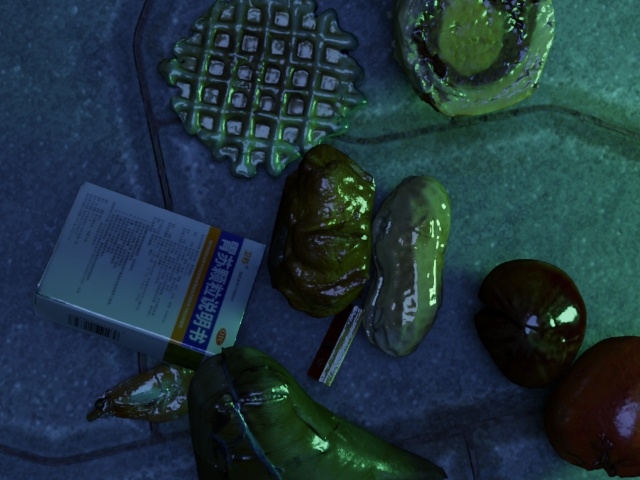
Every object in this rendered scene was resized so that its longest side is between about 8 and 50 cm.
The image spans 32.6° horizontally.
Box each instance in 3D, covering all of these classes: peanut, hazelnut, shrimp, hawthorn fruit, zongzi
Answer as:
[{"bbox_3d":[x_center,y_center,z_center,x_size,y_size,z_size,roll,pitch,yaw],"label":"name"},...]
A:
[{"bbox_3d":[0.135,0.039,1.724,0.130,0.130,0.290,6,87,-6],"label":"peanut"},{"bbox_3d":[0.332,0.133,1.723,0.178,0.178,0.204,3,98,-7],"label":"hazelnut"},{"bbox_3d":[-0.277,0.247,1.708,0.184,0.043,0.091,-13,93,-8],"label":"shrimp"},{"bbox_3d":[0.488,0.235,1.723,0.211,0.211,0.299,34,76,-4],"label":"hawthorn fruit"},{"bbox_3d":[0.001,0.285,1.625,0.393,0.174,0.356,-13,126,-10],"label":"zongzi"}]

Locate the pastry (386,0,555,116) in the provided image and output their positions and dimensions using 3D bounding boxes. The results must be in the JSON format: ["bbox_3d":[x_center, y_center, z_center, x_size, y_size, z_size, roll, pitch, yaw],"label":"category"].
[{"bbox_3d":[0.232,-0.329,1.739,0.256,0.170,0.236,-22,111,-16],"label":"pastry"}]

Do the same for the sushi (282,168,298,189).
[{"bbox_3d":[-0.005,-0.100,1.747,0.118,0.060,0.061,-33,97,-6],"label":"sushi"}]

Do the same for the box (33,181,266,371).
[{"bbox_3d":[-0.256,0.060,1.657,0.299,0.106,0.200,20,64,-7],"label":"box"}]

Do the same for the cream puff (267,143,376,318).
[{"bbox_3d":[0.000,0.000,1.652,0.155,0.269,0.241,5,59,-3],"label":"cream puff"}]

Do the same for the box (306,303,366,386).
[{"bbox_3d":[0.024,0.162,1.723,0.023,0.090,0.133,27,85,-10],"label":"box"}]

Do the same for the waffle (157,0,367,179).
[{"bbox_3d":[-0.086,-0.258,1.745,0.309,0.056,0.292,-40,92,-6],"label":"waffle"}]
